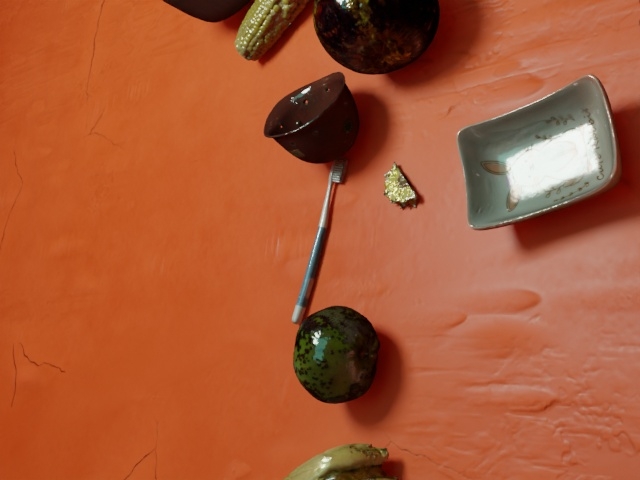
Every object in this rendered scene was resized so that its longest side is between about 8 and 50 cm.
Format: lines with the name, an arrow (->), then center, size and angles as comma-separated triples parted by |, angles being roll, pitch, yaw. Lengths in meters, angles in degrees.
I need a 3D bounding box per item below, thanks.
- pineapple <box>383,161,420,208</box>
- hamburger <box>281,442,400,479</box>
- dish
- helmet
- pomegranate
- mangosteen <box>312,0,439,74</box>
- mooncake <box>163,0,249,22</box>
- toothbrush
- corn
pineapple -> 0.116, -0.076, 1.365 | 0.045, 0.019, 0.083 | -45, 49, 16
hamburger -> -0.004, 0.371, 1.255 | 0.262, 0.131, 0.124 | -41, 52, 33
dish -> 0.286, -0.101, 1.168 | 0.212, 0.077, 0.151 | -21, 64, 38
helmet -> -0.005, -0.179, 1.448 | 0.155, 0.106, 0.175 | -49, 30, -21
pomegranate -> 0.024, 0.163, 1.321 | 0.125, 0.163, 0.138 | -5, 87, 3
mangosteen -> 0.078, -0.360, 1.373 | 0.192, 0.192, 0.217 | -31, 53, 33
mooncake -> -0.184, -0.565, 1.661 | 0.326, 0.174, 0.334 | -58, 29, 11
toothbrush -> 0.000, 0.000, 1.450 | 0.025, 0.019, 0.276 | 11, 84, 37
corn -> -0.053, -0.435, 1.598 | 0.288, 0.086, 0.086 | -47, 50, 25
